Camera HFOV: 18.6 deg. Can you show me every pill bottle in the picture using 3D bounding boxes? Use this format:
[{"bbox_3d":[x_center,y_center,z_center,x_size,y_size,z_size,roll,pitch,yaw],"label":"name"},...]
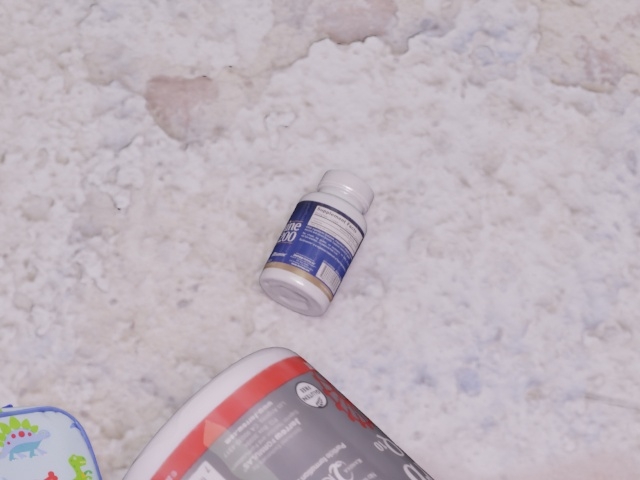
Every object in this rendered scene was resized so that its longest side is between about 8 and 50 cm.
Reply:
[{"bbox_3d":[0.028,0.271,1.511,0.363,0.210,0.210,42,72,15],"label":"pill bottle"},{"bbox_3d":[0.000,0.000,1.707,0.067,0.067,0.120,24,68,9],"label":"pill bottle"}]

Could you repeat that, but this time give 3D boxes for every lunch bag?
[{"bbox_3d":[-0.274,0.221,1.548,0.219,0.090,0.176,-4,61,-38],"label":"lunch bag"}]
